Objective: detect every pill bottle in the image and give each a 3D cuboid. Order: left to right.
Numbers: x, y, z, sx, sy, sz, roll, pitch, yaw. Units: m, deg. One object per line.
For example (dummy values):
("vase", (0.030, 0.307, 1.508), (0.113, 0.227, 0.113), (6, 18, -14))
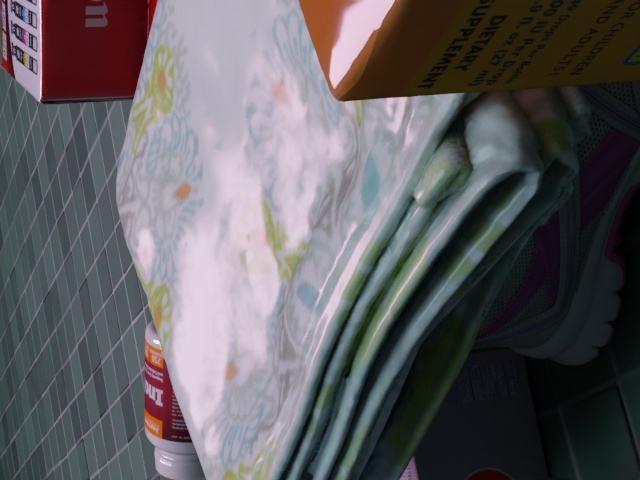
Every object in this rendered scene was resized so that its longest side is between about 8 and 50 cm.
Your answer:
("pill bottle", (-0.129, 0.153, 1.287), (0.086, 0.086, 0.152), (-143, 52, -60))

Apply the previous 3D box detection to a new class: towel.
("towel", (-0.021, -0.048, 0.709), (0.320, 0.090, 0.374), (-66, 33, 35))

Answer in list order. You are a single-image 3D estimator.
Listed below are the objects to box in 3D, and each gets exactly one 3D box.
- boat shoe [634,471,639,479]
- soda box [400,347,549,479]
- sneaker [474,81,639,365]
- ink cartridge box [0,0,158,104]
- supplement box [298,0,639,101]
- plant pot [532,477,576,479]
("boat shoe", (0.162, 0.198, 0.656), (0.070, 0.078, 0.219), (21, 129, 19))
("soda box", (0.089, 0.213, 0.792), (0.098, 0.091, 0.286), (149, 113, -63))
("sneaker", (0.104, -0.042, 0.673), (0.103, 0.111, 0.252), (-134, 45, -55))
("ink cartridge box", (-0.261, -0.315, 1.432), (0.272, 0.130, 0.309), (-144, 53, -59))
("supplement box", (0.110, -0.108, 0.493), (0.078, 0.233, 0.080), (-54, 51, 57))
("plant pot", (0.040, 0.274, 0.546), (0.293, 0.235, 0.293), (166, 90, -68))
